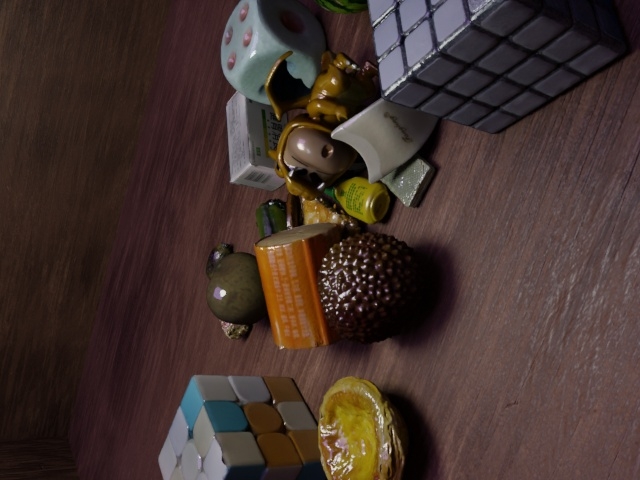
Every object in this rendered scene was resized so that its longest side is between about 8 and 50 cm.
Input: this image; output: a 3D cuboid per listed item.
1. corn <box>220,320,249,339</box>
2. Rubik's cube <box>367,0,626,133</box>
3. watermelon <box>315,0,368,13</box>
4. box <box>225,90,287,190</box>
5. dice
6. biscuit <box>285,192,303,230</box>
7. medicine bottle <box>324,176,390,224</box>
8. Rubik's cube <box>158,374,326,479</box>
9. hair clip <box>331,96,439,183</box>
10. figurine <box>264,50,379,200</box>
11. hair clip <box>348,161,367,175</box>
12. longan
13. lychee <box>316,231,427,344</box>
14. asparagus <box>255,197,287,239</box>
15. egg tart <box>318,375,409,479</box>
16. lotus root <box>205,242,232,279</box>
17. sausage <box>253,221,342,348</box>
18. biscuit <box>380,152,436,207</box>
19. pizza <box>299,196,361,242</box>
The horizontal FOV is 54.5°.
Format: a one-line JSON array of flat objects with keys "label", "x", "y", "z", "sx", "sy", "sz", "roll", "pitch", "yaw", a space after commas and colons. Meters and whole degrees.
[{"label": "corn", "x": -0.333, "y": 0.237, "z": 2.246, "sx": 0.098, "sy": 0.098, "sz": 0.290, "roll": -63, "pitch": 34, "yaw": 24}, {"label": "Rubik's cube", "x": 0.324, "y": -0.459, "z": 1.229, "sx": 0.343, "sy": 0.344, "sz": 0.338, "roll": -32, "pitch": 56, "yaw": 49}, {"label": "watermelon", "x": 0.084, "y": -0.775, "z": 1.726, "sx": 0.285, "sy": 0.285, "sz": 0.285, "roll": -18, "pitch": 67, "yaw": 53}, {"label": "box", "x": -0.214, "y": -0.352, "z": 2.140, "sx": 0.145, "sy": 0.173, "sz": 0.333, "roll": -32, "pitch": 57, "yaw": 46}, {"label": "dice", "x": -0.158, "y": -0.626, "z": 2.042, "sx": 0.262, "sy": 0.264, "sz": 0.268, "roll": -40, "pitch": 52, "yaw": 44}, {"label": "biscuit", "x": -0.074, "y": -0.041, "z": 1.919, "sx": 0.176, "sy": 0.031, "sz": 0.229, "roll": -18, "pitch": -80, "yaw": -81}, {"label": "medicine bottle", "x": 0.082, "y": -0.132, "z": 1.739, "sx": 0.309, "sy": 0.076, "sz": 0.111, "roll": 30, "pitch": 105, "yaw": 55}, {"label": "Rubik's cube", "x": -0.221, "y": 0.622, "z": 1.770, "sx": 0.347, "sy": 0.344, "sz": 0.347, "roll": -63, "pitch": 36, "yaw": 22}, {"label": "hair clip", "x": 0.190, "y": -0.290, "z": 1.528, "sx": 0.282, "sy": 0.172, "sz": 0.113, "roll": -44, "pitch": 18, "yaw": -9}, {"label": "figurine", "x": 0.015, "y": -0.332, "z": 1.722, "sx": 0.268, "sy": 0.401, "sz": 0.387, "roll": 33, "pitch": 113, "yaw": 12}, {"label": "hair clip", "x": 0.118, "y": -0.213, "z": 1.744, "sx": 0.115, "sy": 0.039, "sz": 0.030, "roll": -17, "pitch": 74, "yaw": 50}, {"label": "longan", "x": -0.257, "y": 0.156, "z": 2.030, "sx": 0.215, "sy": 0.246, "sz": 0.246, "roll": -29, "pitch": 55, "yaw": 16}, {"label": "lychee", "x": 0.127, "y": 0.111, "z": 1.476, "sx": 0.267, "sy": 0.267, "sz": 0.268, "roll": -18, "pitch": 67, "yaw": 53}, {"label": "asparagus", "x": -0.126, "y": 0.054, "z": 1.976, "sx": 0.128, "sy": 0.108, "sz": 0.382, "roll": -20, "pitch": 63, "yaw": 18}, {"label": "egg tart", "x": 0.115, "y": 0.483, "z": 1.503, "sx": 0.319, "sy": 0.128, "sz": 0.319, "roll": -14, "pitch": 73, "yaw": 55}, {"label": "lotus root", "x": -0.392, "y": 0.085, "z": 2.376, "sx": 0.179, "sy": 0.080, "sz": 0.089, "roll": -64, "pitch": 36, "yaw": 22}, {"label": "sausage", "x": -0.039, "y": 0.114, "z": 1.654, "sx": 0.233, "sy": 0.233, "sz": 0.287, "roll": 7, "pitch": 110, "yaw": 56}, {"label": "biscuit", "x": 0.210, "y": -0.182, "z": 1.599, "sx": 0.199, "sy": 0.040, "sz": 0.121, "roll": 53, "pitch": 126, "yaw": 48}, {"label": "pizza", "x": 0.000, "y": 0.000, "z": 1.832, "sx": 0.288, "sy": 0.074, "sz": 0.251, "roll": 46, "pitch": 119, "yaw": 51}]
